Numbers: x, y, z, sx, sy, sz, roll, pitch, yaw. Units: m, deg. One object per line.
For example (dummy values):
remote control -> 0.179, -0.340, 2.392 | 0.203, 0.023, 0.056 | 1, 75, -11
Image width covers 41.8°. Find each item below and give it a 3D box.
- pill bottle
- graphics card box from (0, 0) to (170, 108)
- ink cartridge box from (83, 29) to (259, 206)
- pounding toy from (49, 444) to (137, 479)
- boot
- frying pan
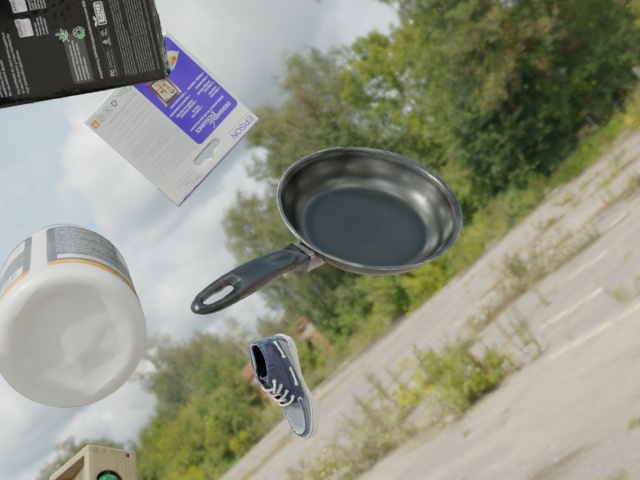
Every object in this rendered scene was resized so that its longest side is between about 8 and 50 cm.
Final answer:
pill bottle -> -0.301, 0.072, 0.996 | 0.162, 0.162, 0.278 | -42, 22, -4
graphics card box -> -0.386, -0.277, 1.010 | 0.371, 0.232, 0.094 | -12, 15, -2
ink cartridge box -> -0.242, -0.197, 1.377 | 0.206, 0.208, 0.045 | -45, 10, 9
pounding toy -> -0.276, 0.348, 1.091 | 0.100, 0.130, 0.141 | 21, -48, -37
boot -> -0.069, 0.258, 1.448 | 0.069, 0.189, 0.086 | -28, -14, 34
frying pan -> 0.029, 0.008, 0.843 | 0.326, 0.197, 0.053 | -60, -15, -46
